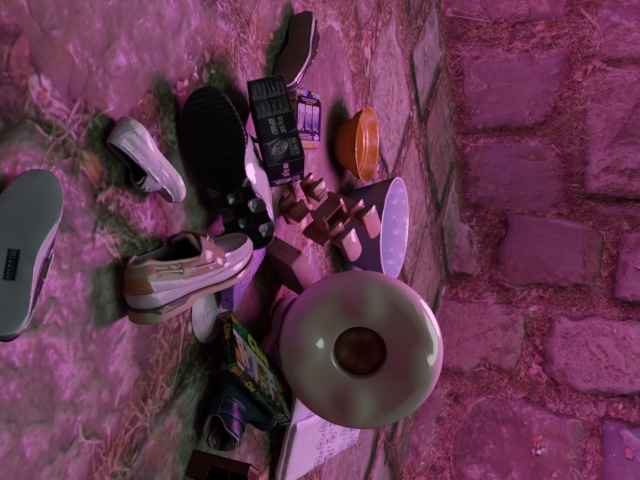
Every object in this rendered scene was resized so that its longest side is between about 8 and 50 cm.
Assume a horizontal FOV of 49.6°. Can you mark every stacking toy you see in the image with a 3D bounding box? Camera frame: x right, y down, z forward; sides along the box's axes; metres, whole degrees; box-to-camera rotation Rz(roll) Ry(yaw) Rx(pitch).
[{"bbox_3d":[0.105,0.204,1.666,0.480,0.350,0.351,-56,148,-79],"label":"stacking toy"}]

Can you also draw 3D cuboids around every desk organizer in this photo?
[{"bbox_3d":[-0.190,0.448,1.341,0.047,0.130,0.050,62,40,-55],"label":"desk organizer"}]

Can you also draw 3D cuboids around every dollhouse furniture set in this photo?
[{"bbox_3d":[0.000,0.000,1.646,0.242,0.212,0.161,-47,142,-18],"label":"dollhouse furniture set"}]

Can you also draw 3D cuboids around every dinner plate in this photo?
[{"bbox_3d":[-0.213,0.135,1.376,0.141,0.017,0.141,4,90,-67],"label":"dinner plate"}]

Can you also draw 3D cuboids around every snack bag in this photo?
[{"bbox_3d":[0.028,0.429,1.778,0.323,0.037,0.343,-9,117,-50],"label":"snack bag"}]

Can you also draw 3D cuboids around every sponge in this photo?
[{"bbox_3d":[-0.155,0.037,1.425,0.210,0.031,0.117,-67,167,-55],"label":"sponge"}]

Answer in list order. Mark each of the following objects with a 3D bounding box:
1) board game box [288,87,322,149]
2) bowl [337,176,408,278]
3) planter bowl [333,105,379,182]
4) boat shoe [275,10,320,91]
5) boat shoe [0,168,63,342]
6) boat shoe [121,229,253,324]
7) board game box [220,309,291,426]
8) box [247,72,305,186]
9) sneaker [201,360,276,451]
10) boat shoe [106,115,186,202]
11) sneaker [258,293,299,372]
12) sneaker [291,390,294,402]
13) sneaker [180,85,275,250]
[{"bbox_3d":[-0.049,-0.291,1.668,0.170,0.048,0.141,-14,109,-68],"label":"board game box"},{"bbox_3d":[0.150,-0.038,2.074,0.311,0.163,0.312,5,90,-68],"label":"bowl"},{"bbox_3d":[0.095,-0.274,1.983,0.217,0.090,0.217,4,90,-68],"label":"planter bowl"},{"bbox_3d":[-0.045,-0.428,1.603,0.069,0.081,0.228,56,40,-52],"label":"boat shoe"},{"bbox_3d":[-0.376,0.017,0.867,0.070,0.077,0.219,134,-33,-66],"label":"boat shoe"},{"bbox_3d":[-0.216,0.036,1.197,0.302,0.113,0.103,-37,126,-55],"label":"boat shoe"},{"bbox_3d":[-0.132,0.266,1.425,0.260,0.030,0.136,59,9,-45],"label":"board game box"},{"bbox_3d":[-0.089,-0.217,1.394,0.147,0.077,0.180,106,-30,-78],"label":"box"},{"bbox_3d":[-0.165,0.377,1.428,0.163,0.086,0.226,-80,151,-43],"label":"sneaker"},{"bbox_3d":[-0.277,-0.112,1.101,0.063,0.066,0.184,-58,151,-25],"label":"boat shoe"},{"bbox_3d":[-0.073,0.226,1.648,0.088,0.092,0.225,72,30,-45],"label":"sneaker"},{"bbox_3d":[-0.026,0.422,1.801,0.129,0.111,0.297,-56,144,-42],"label":"sneaker"},{"bbox_3d":[-0.172,-0.151,1.317,0.146,0.122,0.331,-90,167,-55],"label":"sneaker"}]
